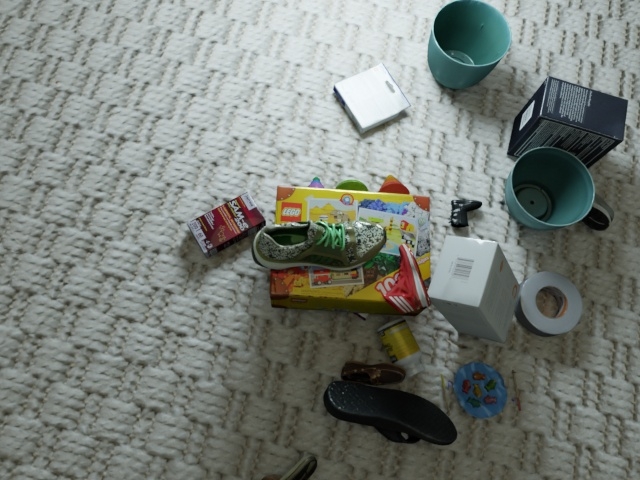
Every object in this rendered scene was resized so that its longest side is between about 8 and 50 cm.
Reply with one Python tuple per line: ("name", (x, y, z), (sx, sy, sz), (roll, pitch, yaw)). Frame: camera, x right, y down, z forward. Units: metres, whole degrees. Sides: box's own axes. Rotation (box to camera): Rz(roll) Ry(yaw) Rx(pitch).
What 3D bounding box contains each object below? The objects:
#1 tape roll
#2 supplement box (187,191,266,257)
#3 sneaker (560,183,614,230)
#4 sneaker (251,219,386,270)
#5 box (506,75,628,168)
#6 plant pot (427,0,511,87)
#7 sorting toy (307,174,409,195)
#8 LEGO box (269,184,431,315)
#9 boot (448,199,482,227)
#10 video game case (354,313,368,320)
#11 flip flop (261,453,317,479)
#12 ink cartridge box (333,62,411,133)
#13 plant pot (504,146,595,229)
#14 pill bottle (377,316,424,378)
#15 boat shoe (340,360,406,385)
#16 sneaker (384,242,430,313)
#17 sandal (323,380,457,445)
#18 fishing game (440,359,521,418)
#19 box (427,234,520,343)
("tape roll", (0.785, 0.221, 1.919), (0.219, 0.072, 0.219), (1, 73, -3))
("supplement box", (-0.324, -0.055, 1.929), (0.240, 0.073, 0.130), (-30, 77, -13))
("sneaker", (0.965, -0.154, 2.047), (0.108, 0.100, 0.271), (-30, 72, -37))
("sneaker", (0.000, 0.000, 1.628), (0.411, 0.182, 0.157), (-6, 72, -6))
("box", (0.883, -0.406, 2.006), (0.294, 0.296, 0.182), (18, 72, 1))
("plant pot", (0.542, -0.720, 2.110), (0.293, 0.235, 0.292), (1, 73, -3))
("sorting toy", (0.134, -0.198, 2.008), (0.366, 0.127, 0.126), (2, 43, -1))
("LEGO box", (0.095, 0.037, 1.821), (0.501, 0.193, 0.372), (3, 72, -3))
("boot", (0.527, -0.097, 2.015), (0.121, 0.045, 0.099), (3, 70, 4))
("video game case", (0.111, 0.128, 1.917), (0.232, 0.042, 0.210), (33, 72, 6))
("flip flop", (-0.134, 0.742, 1.685), (0.277, 0.112, 0.080), (-40, 53, -12))
("ink cartridge box", (0.197, -0.549, 2.132), (0.224, 0.045, 0.223), (-27, 77, -12))
("plant pot", (0.784, -0.159, 1.972), (0.293, 0.196, 0.292), (1, 73, -3))
("pill bottle", (0.269, 0.354, 1.825), (0.103, 0.103, 0.184), (-23, 75, -10))
("boat shoe", (0.168, 0.436, 1.780), (0.207, 0.073, 0.073), (-1, 110, 17))
("sneaker", (0.238, 0.116, 1.661), (0.128, 0.087, 0.221), (-22, 52, 12))
("sandal", (0.213, 0.552, 1.745), (0.446, 0.107, 0.167), (18, 31, -9))
("fishing game", (0.532, 0.488, 1.827), (0.264, 0.041, 0.189), (2, 64, -6))
("box", (0.495, 0.161, 1.760), (0.168, 0.345, 0.214), (9, 68, 35))
